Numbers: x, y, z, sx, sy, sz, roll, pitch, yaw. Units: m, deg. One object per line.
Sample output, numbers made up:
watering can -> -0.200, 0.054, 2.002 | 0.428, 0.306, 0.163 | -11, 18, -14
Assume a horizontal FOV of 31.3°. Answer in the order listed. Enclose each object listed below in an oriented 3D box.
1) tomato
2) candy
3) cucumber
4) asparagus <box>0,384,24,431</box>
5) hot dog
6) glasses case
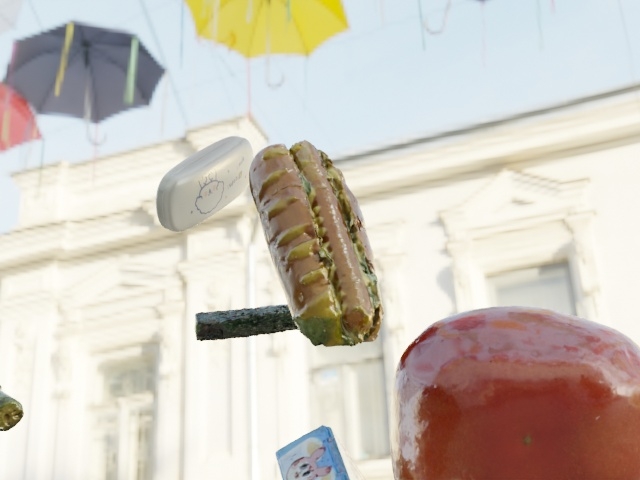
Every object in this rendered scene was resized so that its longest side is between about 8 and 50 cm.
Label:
tomato -> 0.184, 0.176, 1.027 | 0.260, 0.260, 0.180 | -9, -10, 12
candy -> 0.051, 0.434, 1.689 | 0.100, 0.157, 0.306 | -27, -58, 3
cucumber -> -0.049, 0.110, 1.604 | 0.257, 0.043, 0.044 | -4, -9, -10
asparagus -> -0.611, 0.279, 2.040 | 0.060, 0.067, 0.278 | 18, -5, -39
hot dog -> 0.000, 0.000, 1.222 | 0.115, 0.269, 0.072 | 0, -38, -32
glasses case -> -0.143, -0.073, 1.441 | 0.049, 0.197, 0.076 | 12, -62, 25
